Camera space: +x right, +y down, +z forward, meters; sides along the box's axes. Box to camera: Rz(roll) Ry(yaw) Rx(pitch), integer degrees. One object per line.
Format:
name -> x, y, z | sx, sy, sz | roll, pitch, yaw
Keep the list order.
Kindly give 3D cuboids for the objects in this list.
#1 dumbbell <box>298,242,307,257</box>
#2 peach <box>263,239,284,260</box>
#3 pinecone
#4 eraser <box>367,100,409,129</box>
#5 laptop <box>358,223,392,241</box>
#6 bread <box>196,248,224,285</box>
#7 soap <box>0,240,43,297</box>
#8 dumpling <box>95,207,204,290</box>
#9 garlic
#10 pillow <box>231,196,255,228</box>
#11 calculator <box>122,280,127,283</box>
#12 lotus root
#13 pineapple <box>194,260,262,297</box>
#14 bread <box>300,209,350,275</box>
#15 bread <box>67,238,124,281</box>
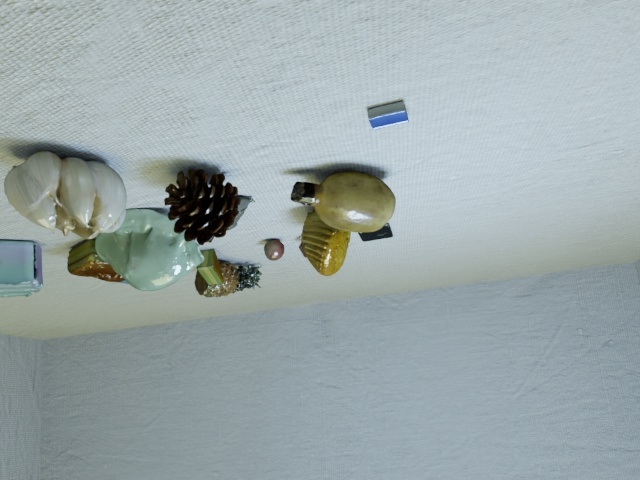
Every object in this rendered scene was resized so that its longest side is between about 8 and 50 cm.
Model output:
dumbbell -> 0.000, 0.000, 2.100 | 0.082, 0.092, 0.231 | -29, 179, -31
peach -> -0.177, 0.036, 2.165 | 0.083, 0.083, 0.083 | -6, 165, -2
pinecone -> -0.314, -0.096, 1.468 | 0.207, 0.208, 0.208 | -6, 165, -2
eraser -> 0.151, -0.278, 1.262 | 0.084, 0.027, 0.063 | -11, 165, 13
laptop -> 0.214, -0.030, 2.204 | 0.129, 0.016, 0.180 | -10, 163, 10
bread -> -0.432, 0.109, 2.237 | 0.074, 0.084, 0.139 | -9, 143, 10
soap -> -1.168, 0.106, 1.889 | 0.445, 0.156, 0.261 | -3, 164, -11
dumpling -> -0.550, 0.025, 1.805 | 0.320, 0.270, 0.212 | -30, -173, -1
garlic -> -0.562, -0.101, 1.319 | 0.184, 0.203, 0.281 | -29, 156, 9
pillow -> -0.309, -0.075, 1.760 | 0.169, 0.059, 0.255 | -3, 164, -22
calculator -> -0.799, 0.146, 2.388 | 0.188, 0.042, 0.302 | -18, 158, 33
lotus root -> 0.066, -0.113, 1.587 | 0.309, 0.183, 0.182 | 9, 159, -28
pineapple -> -0.371, 0.170, 2.437 | 0.169, 0.169, 0.340 | -20, 162, 40
bread -> 0.023, 0.004, 1.880 | 0.139, 0.240, 0.240 | 10, 168, 13
bread -> -0.761, 0.076, 2.024 | 0.184, 0.111, 0.234 | -20, 159, 38
